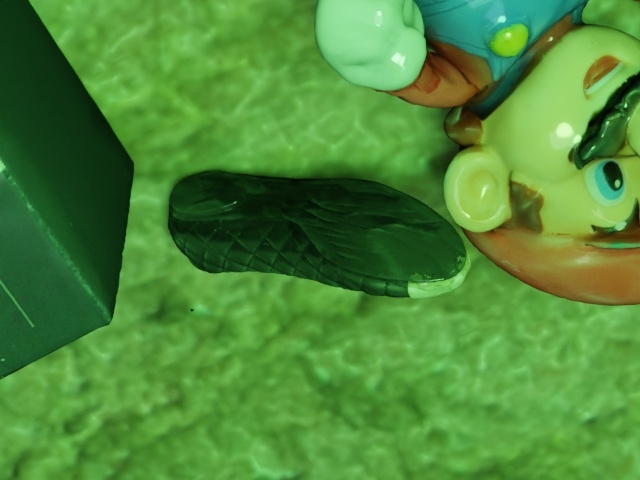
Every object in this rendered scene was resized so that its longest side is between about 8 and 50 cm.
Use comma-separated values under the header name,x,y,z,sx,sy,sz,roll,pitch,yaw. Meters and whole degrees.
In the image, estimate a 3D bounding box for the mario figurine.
name,x,y,z,sx,sy,sz,roll,pitch,yaw
mario figurine,0.106,-0.109,0.827,0.198,0.170,0.320,-27,112,9

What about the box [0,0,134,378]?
name,x,y,z,sx,sy,sz,roll,pitch,yaw
box,-0.305,-0.064,0.828,0.312,0.179,0.343,-28,114,10

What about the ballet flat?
name,x,y,z,sx,sy,sz,roll,pitch,yaw
ballet flat,0.000,0.000,0.908,0.173,0.057,0.049,12,142,33
